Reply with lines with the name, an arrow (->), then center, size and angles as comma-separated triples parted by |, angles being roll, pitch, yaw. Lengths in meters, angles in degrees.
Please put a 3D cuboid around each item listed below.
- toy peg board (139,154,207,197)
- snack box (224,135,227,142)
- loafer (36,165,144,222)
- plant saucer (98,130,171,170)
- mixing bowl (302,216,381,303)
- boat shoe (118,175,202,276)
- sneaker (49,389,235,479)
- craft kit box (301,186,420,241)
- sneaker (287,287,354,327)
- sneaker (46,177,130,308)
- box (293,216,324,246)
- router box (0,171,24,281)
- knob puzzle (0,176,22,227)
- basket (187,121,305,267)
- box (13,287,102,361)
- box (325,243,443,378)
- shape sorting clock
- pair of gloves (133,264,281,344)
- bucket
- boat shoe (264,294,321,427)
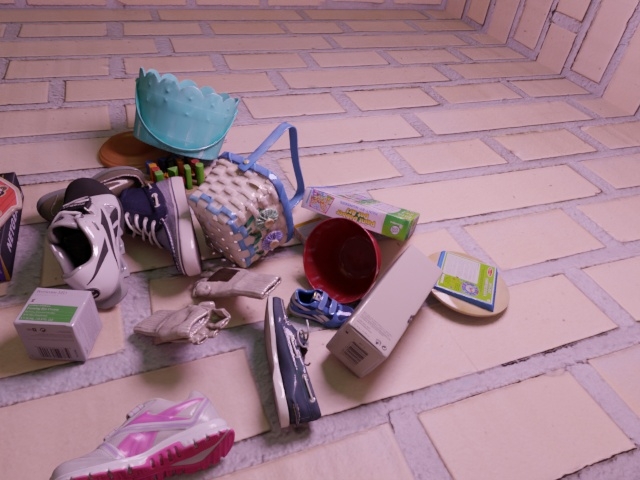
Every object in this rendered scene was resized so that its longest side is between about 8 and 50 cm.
toy peg board -> -0.391, -0.188, 1.270 | 0.161, 0.079, 0.160 | -16, 46, -26
snack box -> -0.377, -0.350, 1.506 | 0.178, 0.022, 0.064 | 35, 46, 29
loafer -> -0.541, -0.098, 1.142 | 0.251, 0.094, 0.087 | -29, 55, -23
plant saucer -> -0.540, -0.267, 1.373 | 0.200, 0.037, 0.200 | 4, 40, -3
mixing bowl -> 0.062, 0.040, 1.026 | 0.181, 0.181, 0.098 | 32, 18, 26
boat shoe -> -0.367, -0.024, 1.065 | 0.158, 0.127, 0.340 | -14, 36, -14
sneaker -> -0.264, 0.306, 0.705 | 0.252, 0.102, 0.111 | -10, 39, -29
craft kit box -> 0.108, -0.072, 1.143 | 0.247, 0.060, 0.250 | 17, 11, 15
sneaker -> 0.004, 0.136, 0.965 | 0.144, 0.059, 0.053 | 12, 39, 2
sneaker -> -0.484, -0.031, 0.961 | 0.122, 0.146, 0.330 | -30, 59, 0
box -> 0.000, 0.000, 1.150 | 0.081, 0.028, 0.136 | -19, 49, -28
router box -> -0.797, -0.024, 1.014 | 0.243, 0.081, 0.308 | -9, 43, -19
knob puzzle -> -0.744, -0.089, 1.013 | 0.213, 0.030, 0.213 | 5, 40, -4
basket -> -0.139, -0.097, 1.079 | 0.201, 0.254, 0.289 | 25, 62, 22
box -> -0.464, 0.151, 0.844 | 0.101, 0.102, 0.087 | 4, 38, -3
box -> 0.133, 0.133, 0.935 | 0.094, 0.113, 0.275 | 41, 49, 6
shape sorting clock -> 0.328, 0.096, 1.075 | 0.206, 0.040, 0.206 | 6, 37, -4
pair of gloves -> -0.218, 0.116, 0.906 | 0.204, 0.042, 0.240 | 2, 28, 40
bucket -> -0.381, -0.350, 1.318 | 0.281, 0.183, 0.281 | 17, 16, -5
boat shoe -> -0.055, 0.205, 0.848 | 0.079, 0.095, 0.254 | -5, 43, -12
